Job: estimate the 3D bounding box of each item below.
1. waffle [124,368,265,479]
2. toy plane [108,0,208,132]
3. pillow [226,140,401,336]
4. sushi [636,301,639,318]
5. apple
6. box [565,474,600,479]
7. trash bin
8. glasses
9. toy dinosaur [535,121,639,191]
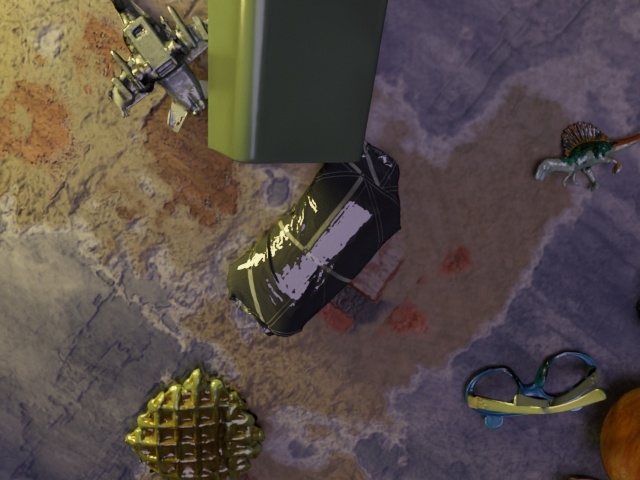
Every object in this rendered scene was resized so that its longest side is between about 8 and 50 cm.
[{"bbox_3d":[-0.206,0.332,1.094,0.208,0.054,0.214,-44,110,3],"label":"waffle"},{"bbox_3d":[-0.246,-0.285,0.909,0.192,0.088,0.262,-36,105,6],"label":"toy plane"},{"bbox_3d":[0.000,0.000,1.007,0.161,0.092,0.335,42,96,-10],"label":"pillow"},{"bbox_3d":[0.634,0.081,1.079,0.147,0.115,0.212,18,102,-9],"label":"sushi"},{"bbox_3d":[0.585,0.353,1.096,0.211,0.211,0.188,13,110,-9],"label":"apple"},{"bbox_3d":[0.488,0.512,1.166,0.151,0.151,0.135,9,95,-8],"label":"box"},{"bbox_3d":[-0.035,-0.284,0.874,0.223,0.158,0.343,-6,112,-31],"label":"trash bin"},{"bbox_3d":[0.373,0.239,1.082,0.239,0.207,0.102,-10,69,-5],"label":"glasses"},{"bbox_3d":[0.433,-0.146,1.040,0.106,0.044,0.187,42,99,1],"label":"toy dinosaur"}]
